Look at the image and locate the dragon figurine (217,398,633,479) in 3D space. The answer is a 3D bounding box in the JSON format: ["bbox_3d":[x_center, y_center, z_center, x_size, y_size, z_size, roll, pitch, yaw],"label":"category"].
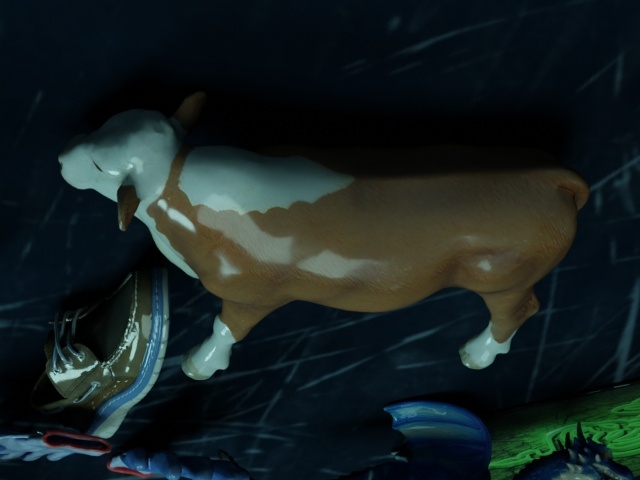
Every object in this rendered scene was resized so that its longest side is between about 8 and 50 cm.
[{"bbox_3d":[0.080,0.175,1.267,0.289,0.144,0.085,15,148,16],"label":"dragon figurine"}]

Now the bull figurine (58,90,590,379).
[{"bbox_3d":[0.000,0.000,1.012,0.310,0.101,0.188,3,147,-8],"label":"bull figurine"}]

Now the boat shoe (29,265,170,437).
[{"bbox_3d":[-0.147,0.076,1.121,0.066,0.066,0.183,10,141,-19],"label":"boat shoe"}]

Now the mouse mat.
[{"bbox_3d":[0.204,0.158,1.334,0.189,0.007,0.153,-15,143,11],"label":"mouse mat"}]

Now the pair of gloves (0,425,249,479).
[{"bbox_3d":[-0.155,0.153,1.205,0.198,0.023,0.159,13,168,-27],"label":"pair of gloves"}]
